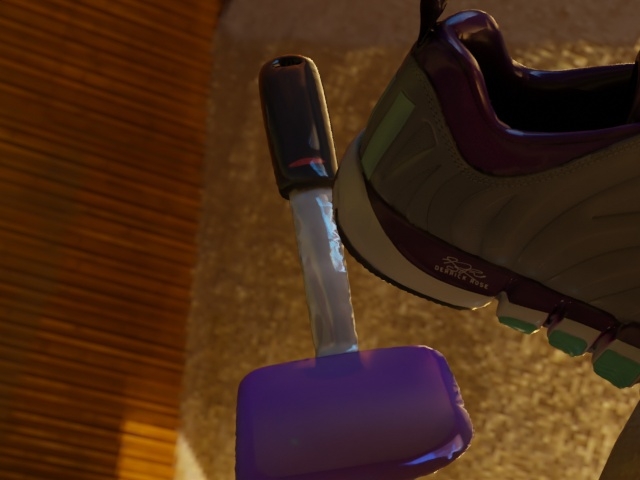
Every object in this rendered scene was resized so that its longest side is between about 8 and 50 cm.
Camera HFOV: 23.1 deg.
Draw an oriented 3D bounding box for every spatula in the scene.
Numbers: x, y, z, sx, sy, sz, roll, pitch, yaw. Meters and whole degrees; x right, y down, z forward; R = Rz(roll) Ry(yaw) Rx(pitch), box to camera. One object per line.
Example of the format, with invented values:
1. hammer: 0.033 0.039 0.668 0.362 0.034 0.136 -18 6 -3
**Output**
1. spatula: 0.000 0.000 0.638 0.296 0.084 0.030 -99 -178 -51

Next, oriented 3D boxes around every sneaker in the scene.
1. sneaker: 0.118 -0.003 0.497 0.083 0.224 0.098 -74 -175 -49

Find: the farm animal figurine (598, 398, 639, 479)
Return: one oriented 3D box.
1. farm animal figurine: 0.131 0.174 0.417 0.172 0.330 0.327 -49 -169 -30
